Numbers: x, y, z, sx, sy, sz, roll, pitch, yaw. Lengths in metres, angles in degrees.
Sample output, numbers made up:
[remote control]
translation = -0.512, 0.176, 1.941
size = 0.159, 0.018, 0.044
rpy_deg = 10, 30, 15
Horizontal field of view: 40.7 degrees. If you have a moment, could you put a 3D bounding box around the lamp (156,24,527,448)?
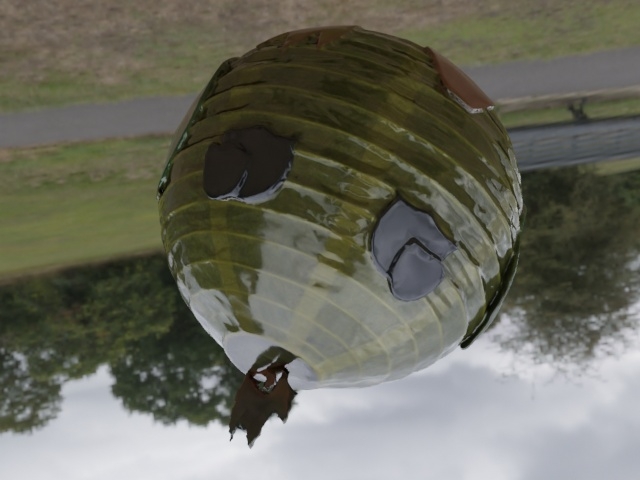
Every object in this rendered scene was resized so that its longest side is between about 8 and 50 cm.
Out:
[lamp]
translation = 0.000, 0.000, 0.570
size = 0.250, 0.284, 0.250
rpy_deg = 20, 154, 10
